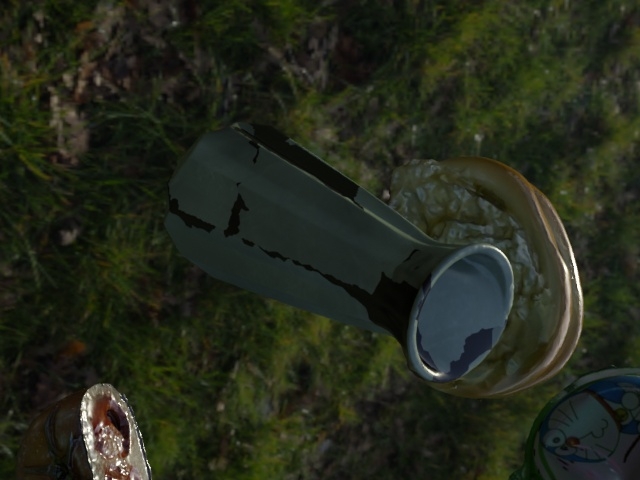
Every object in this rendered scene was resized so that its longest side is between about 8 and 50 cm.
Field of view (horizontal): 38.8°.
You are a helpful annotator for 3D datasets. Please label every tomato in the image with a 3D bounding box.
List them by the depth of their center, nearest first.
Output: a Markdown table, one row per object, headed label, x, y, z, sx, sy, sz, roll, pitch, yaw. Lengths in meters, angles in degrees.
| label | x | y | z | sx | sy | sz | roll | pitch | yaw |
| --- | --- | --- | --- | --- | --- | --- | --- | --- | --- |
| tomato | -0.342 | 0.321 | 1.267 | 0.181 | 0.155 | 0.214 | 19 | 54 | -69 |

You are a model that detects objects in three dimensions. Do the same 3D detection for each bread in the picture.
| label | x | y | z | sx | sy | sz | roll | pitch | yaw |
| --- | --- | --- | --- | --- | --- | --- | --- | --- | --- |
| bread | 0.231 | 0.048 | 1.170 | 0.270 | 0.211 | 0.315 | 18 | 62 | -54 |

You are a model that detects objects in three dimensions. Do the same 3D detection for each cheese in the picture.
| label | x | y | z | sx | sy | sz | roll | pitch | yaw |
| --- | --- | --- | --- | --- | --- | --- | --- | --- | --- |
| cheese | 0.335 | 0.182 | 0.877 | 0.320 | 0.204 | 0.083 | -29 | 128 | -1 |

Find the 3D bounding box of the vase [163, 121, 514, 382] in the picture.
| label | x | y | z | sx | sy | sz | roll | pitch | yaw |
| --- | --- | --- | --- | --- | --- | --- | --- | --- | --- |
| vase | 0.000 | 0.000 | 0.820 | 0.165 | 0.360 | 0.165 | -16 | 118 | -35 |
